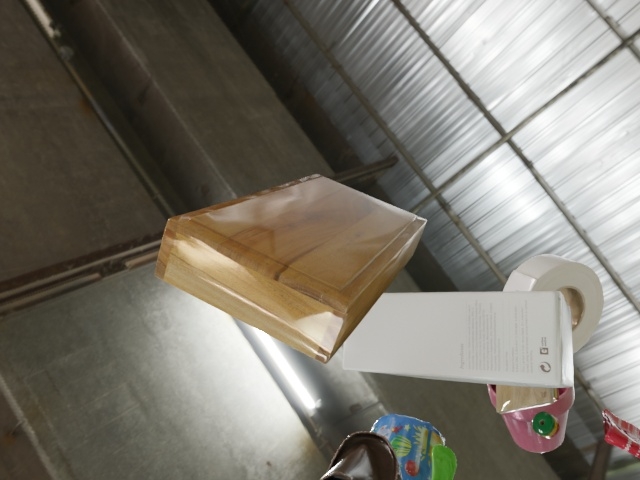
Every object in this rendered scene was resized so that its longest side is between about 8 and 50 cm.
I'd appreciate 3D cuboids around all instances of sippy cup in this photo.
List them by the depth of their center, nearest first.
[{"bbox_3d":[0.176,0.519,1.182,0.240,0.305,0.224,54,-137,-35],"label":"sippy cup"}]

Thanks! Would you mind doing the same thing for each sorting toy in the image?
[{"bbox_3d":[0.442,0.291,1.143,0.046,0.132,0.275,31,-130,-22],"label":"sorting toy"}]

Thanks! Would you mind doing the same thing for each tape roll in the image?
[{"bbox_3d":[0.649,0.184,1.509,0.286,0.286,0.100,30,-178,-23],"label":"tape roll"}]

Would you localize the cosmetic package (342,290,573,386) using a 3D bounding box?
[{"bbox_3d":[0.256,0.184,1.007,0.217,0.384,0.156,27,-115,-58],"label":"cosmetic package"}]

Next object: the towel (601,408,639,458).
[{"bbox_3d":[0.635,0.388,0.938,0.274,0.031,0.198,24,-175,26],"label":"towel"}]

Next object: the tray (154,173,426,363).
[{"bbox_3d":[0.000,0.000,0.701,0.202,0.076,0.411,25,-160,14],"label":"tray"}]

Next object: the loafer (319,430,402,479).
[{"bbox_3d":[0.056,0.406,0.826,0.366,0.133,0.130,-52,-39,-68],"label":"loafer"}]

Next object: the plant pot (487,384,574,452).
[{"bbox_3d":[0.541,0.425,1.366,0.201,0.201,0.181,-45,-55,-54],"label":"plant pot"}]
